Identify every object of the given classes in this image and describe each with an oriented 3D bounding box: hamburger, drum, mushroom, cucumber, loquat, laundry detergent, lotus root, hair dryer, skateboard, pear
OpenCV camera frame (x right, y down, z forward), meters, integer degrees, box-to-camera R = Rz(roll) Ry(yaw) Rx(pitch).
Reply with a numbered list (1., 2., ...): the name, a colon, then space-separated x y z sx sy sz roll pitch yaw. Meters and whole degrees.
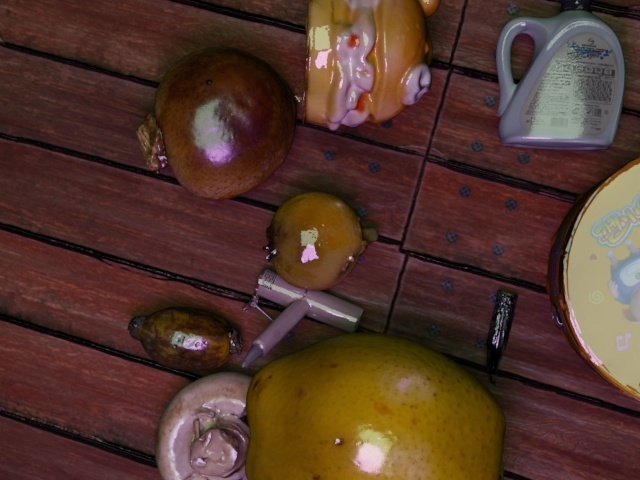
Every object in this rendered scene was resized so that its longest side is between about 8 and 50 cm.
1. hamburger: 0.080 -0.317 1.519 0.237 0.276 0.276 2 88 -3
2. drum: 0.578 0.062 1.453 0.431 0.214 0.431 0 88 8
3. mushroom: -0.182 -0.201 1.572 0.283 0.195 0.263 -28 90 6
4. mushroom: -0.195 0.351 1.552 0.189 0.195 0.253 1 85 11
5. cucumber: 0.306 0.168 1.574 0.039 0.043 0.163 13 88 51
6. loquat: 0.000 0.000 1.564 0.204 0.149 0.172 -3 86 -7
7. laundry detergent: 0.406 -0.297 1.542 0.215 0.105 0.280 3 90 9
8. lotus root: -0.241 0.174 1.601 0.209 0.120 0.120 9 89 5
9. hair dryer: -0.045 0.152 1.541 0.195 0.220 0.053 21 127 6
10. skateboard: -0.101 0.137 1.616 0.083 0.064 0.032 40 105 -1
11. pear: 0.085 0.323 1.435 0.418 0.362 0.362 6 89 5
